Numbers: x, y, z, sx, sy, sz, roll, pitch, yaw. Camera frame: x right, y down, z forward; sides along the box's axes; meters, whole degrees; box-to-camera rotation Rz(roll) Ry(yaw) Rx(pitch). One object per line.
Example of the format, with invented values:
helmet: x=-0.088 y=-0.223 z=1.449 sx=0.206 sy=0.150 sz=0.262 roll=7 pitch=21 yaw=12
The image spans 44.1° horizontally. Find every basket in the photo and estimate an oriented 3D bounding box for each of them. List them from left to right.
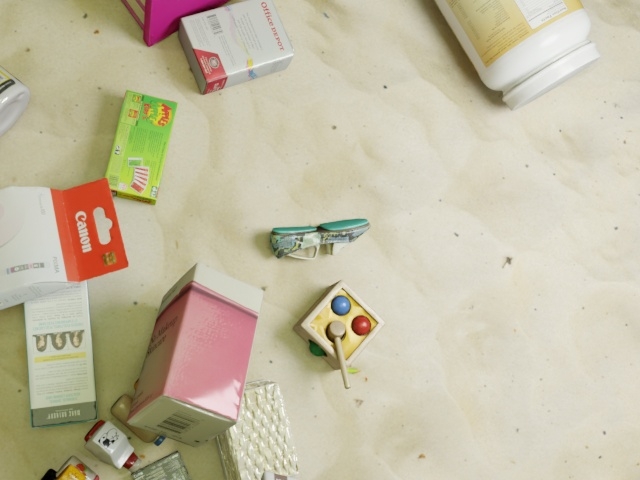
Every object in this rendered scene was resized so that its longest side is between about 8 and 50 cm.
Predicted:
basket: x=-0.109 y=0.318 z=1.295 sx=0.113 sy=0.103 sz=0.167 roll=-12 pitch=82 yaw=-18

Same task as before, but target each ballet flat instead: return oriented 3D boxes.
ballet flat: x=0.000 y=0.000 z=1.420 sx=0.188 sy=0.070 sz=0.070 roll=-6 pitch=80 yaw=-14

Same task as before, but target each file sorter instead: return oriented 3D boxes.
file sorter: x=-0.253 y=-0.508 z=1.328 sx=0.202 sy=0.290 sz=0.182 roll=-36 pitch=88 yaw=-19

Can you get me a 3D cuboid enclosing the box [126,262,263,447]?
box: x=-0.192 y=0.179 z=1.229 sx=0.126 sy=0.148 sz=0.232 roll=26 pitch=50 yaw=-22

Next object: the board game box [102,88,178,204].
board game box: x=-0.312 y=-0.161 z=1.369 sx=0.092 sy=0.043 sz=0.181 roll=13 pitch=76 yaw=-13

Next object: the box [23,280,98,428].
box: x=-0.416 y=0.171 z=1.263 sx=0.100 sy=0.060 sz=0.244 roll=-4 pitch=80 yaw=-15

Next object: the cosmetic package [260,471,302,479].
cosmetic package: x=-0.075 y=0.552 z=1.113 sx=0.156 sy=0.217 sz=0.385 roll=20 pitch=109 yaw=-12

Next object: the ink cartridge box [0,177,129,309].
ink cartridge box: x=-0.440 y=-0.008 z=1.244 sx=0.232 sy=0.066 sz=0.189 roll=-20 pitch=62 yaw=-3

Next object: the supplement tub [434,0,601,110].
supplement tub: x=0.371 y=-0.432 z=1.514 sx=0.228 sy=0.228 sz=0.316 roll=-30 pitch=88 yaw=-19

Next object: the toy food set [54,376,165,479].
toy food set: x=-0.309 y=0.325 z=1.229 sx=0.104 sy=0.111 sz=0.232 roll=44 pitch=45 yaw=-9

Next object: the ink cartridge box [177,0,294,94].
ink cartridge box: x=-0.153 y=-0.356 z=1.437 sx=0.175 sy=0.072 sz=0.128 roll=-21 pitch=85 yaw=-18

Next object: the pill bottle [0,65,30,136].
pill bottle: x=-0.589 y=-0.266 z=1.275 sx=0.208 sy=0.119 sz=0.119 roll=39 pitch=72 yaw=-4

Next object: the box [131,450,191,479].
box: x=-0.256 y=0.391 z=1.284 sx=0.083 sy=0.018 sz=0.067 roll=-25 pitch=86 yaw=-18

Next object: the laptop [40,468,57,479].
laptop: x=-0.412 y=0.540 z=1.215 sx=0.234 sy=0.136 sz=0.264 roll=36 pitch=46 yaw=-6

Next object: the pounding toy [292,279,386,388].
pounding toy: x=0.033 y=0.164 z=1.367 sx=0.130 sy=0.100 sz=0.141 roll=44 pitch=71 yaw=-3
